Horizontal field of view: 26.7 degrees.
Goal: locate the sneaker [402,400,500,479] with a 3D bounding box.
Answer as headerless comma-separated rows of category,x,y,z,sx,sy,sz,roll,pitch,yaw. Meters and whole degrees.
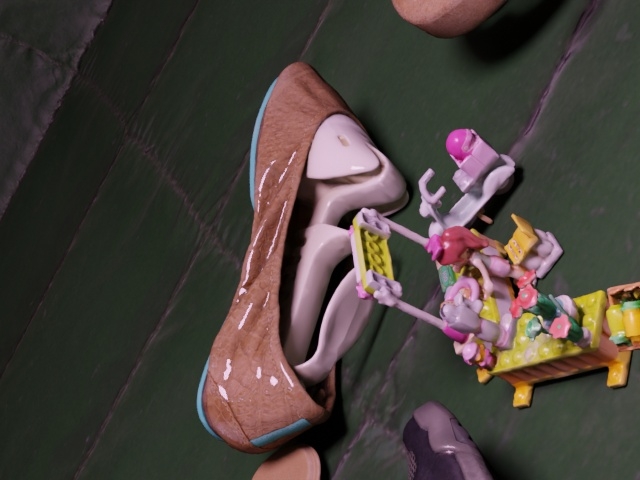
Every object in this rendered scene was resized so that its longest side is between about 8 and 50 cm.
sneaker,0.055,0.180,0.709,0.130,0.087,0.227,-31,35,8

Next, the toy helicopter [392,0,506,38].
toy helicopter,0.169,-0.294,0.941,0.355,0.140,0.235,-53,27,17

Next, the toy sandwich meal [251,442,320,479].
toy sandwich meal,-0.024,0.186,0.981,0.086,0.029,0.085,-35,34,29

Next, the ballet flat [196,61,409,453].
ballet flat,0.000,0.000,1.035,0.124,0.116,0.342,-12,51,37

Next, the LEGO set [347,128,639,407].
LEGO set,0.098,0.020,0.794,0.132,0.107,0.287,-60,24,9
